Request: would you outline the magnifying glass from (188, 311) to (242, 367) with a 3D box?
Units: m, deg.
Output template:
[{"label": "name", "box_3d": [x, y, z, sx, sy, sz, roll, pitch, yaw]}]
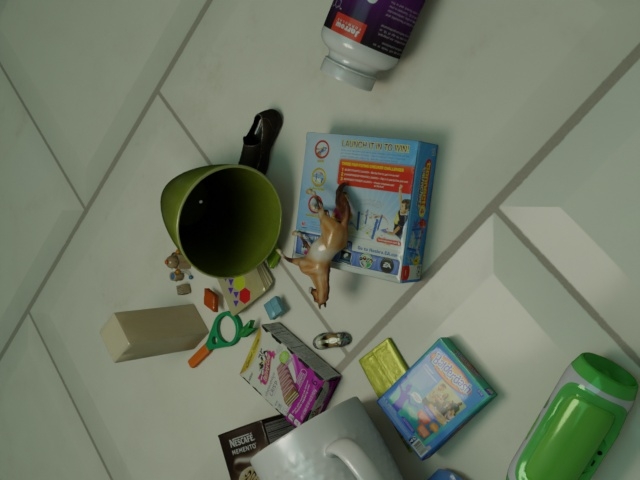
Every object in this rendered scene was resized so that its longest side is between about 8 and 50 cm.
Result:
[{"label": "magnifying glass", "box_3d": [-0.290, 0.277, 1.931, 0.231, 0.026, 0.092, -43, 66, 28]}]

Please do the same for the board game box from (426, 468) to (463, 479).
[{"label": "board game box", "box_3d": [0.267, 0.566, 1.495, 0.168, 0.033, 0.133, -53, 55, 23]}]

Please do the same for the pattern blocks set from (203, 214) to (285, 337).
[{"label": "pattern blocks set", "box_3d": [-0.210, 0.088, 1.854, 0.285, 0.026, 0.324, -29, 68, 31]}]

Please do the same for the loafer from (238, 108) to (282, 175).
[{"label": "loafer", "box_3d": [-0.174, -0.234, 1.798, 0.080, 0.078, 0.220, 31, 108, 34]}]

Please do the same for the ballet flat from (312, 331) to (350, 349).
[{"label": "ballet flat", "box_3d": [0.017, 0.238, 1.679, 0.114, 0.041, 0.041, -15, 81, 37]}]

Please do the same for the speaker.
[{"label": "speaker", "box_3d": [0.454, 0.355, 1.288, 0.131, 0.131, 0.296, 35, 111, 32]}]

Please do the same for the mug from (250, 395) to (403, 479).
[{"label": "mug", "box_3d": [0.058, 0.525, 1.470, 0.328, 0.276, 0.374, 58, 155, 16]}]

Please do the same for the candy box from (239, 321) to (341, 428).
[{"label": "candy box", "box_3d": [-0.079, 0.331, 1.735, 0.233, 0.071, 0.159, 36, 112, 33]}]

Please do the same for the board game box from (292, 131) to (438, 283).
[{"label": "board game box", "box_3d": [0.093, -0.081, 1.588, 0.308, 0.086, 0.302, 12, 97, 37]}]

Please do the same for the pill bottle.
[{"label": "pill bottle", "box_3d": [0.117, -0.492, 1.505, 0.181, 0.181, 0.323, 35, 111, 32]}]

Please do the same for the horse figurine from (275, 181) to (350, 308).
[{"label": "horse figurine", "box_3d": [0.000, 0.000, 1.565, 0.174, 0.066, 0.263, 48, 120, 33]}]

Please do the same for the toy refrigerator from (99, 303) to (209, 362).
[{"label": "toy refrigerator", "box_3d": [-0.442, 0.247, 1.890, 0.094, 0.269, 0.102, -48, 64, 29]}]

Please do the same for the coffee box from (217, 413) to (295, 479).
[{"label": "coffee box", "box_3d": [-0.120, 0.592, 1.739, 0.168, 0.119, 0.297, -29, 73, 35]}]

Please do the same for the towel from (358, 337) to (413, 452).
[{"label": "towel", "box_3d": [0.178, 0.341, 1.570, 0.102, 0.021, 0.237, -41, 66, 25]}]

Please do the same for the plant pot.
[{"label": "plant pot", "box_3d": [-0.285, -0.077, 1.773, 0.293, 0.275, 0.274, 24, 106, 54]}]

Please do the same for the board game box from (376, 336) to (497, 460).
[{"label": "board game box", "box_3d": [0.241, 0.332, 1.487, 0.210, 0.047, 0.160, -49, 62, 20]}]

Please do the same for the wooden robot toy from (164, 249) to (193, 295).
[{"label": "wooden robot toy", "box_3d": [-0.410, 0.068, 1.985, 0.076, 0.079, 0.173, 1, 91, 38]}]
